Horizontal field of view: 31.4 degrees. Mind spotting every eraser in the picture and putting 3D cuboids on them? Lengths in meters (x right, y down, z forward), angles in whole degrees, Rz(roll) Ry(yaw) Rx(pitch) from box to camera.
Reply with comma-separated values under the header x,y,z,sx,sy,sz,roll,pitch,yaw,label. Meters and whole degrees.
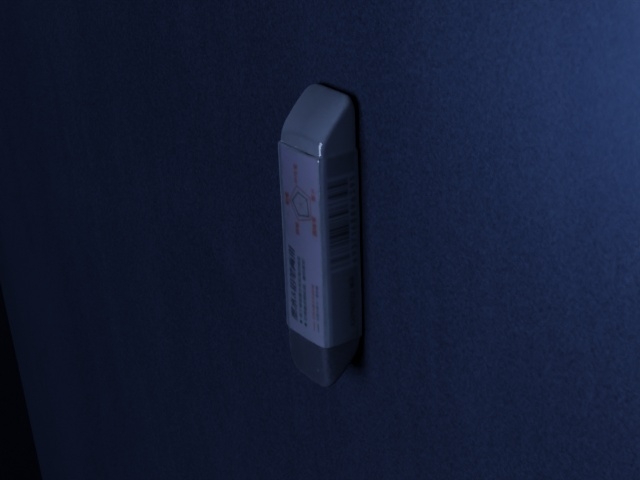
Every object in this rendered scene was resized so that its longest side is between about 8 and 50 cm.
x,y,z,sx,sy,sz,roll,pitch,yaw,label
0.000,0.000,1.310,0.089,0.061,0.352,28,127,48,eraser
